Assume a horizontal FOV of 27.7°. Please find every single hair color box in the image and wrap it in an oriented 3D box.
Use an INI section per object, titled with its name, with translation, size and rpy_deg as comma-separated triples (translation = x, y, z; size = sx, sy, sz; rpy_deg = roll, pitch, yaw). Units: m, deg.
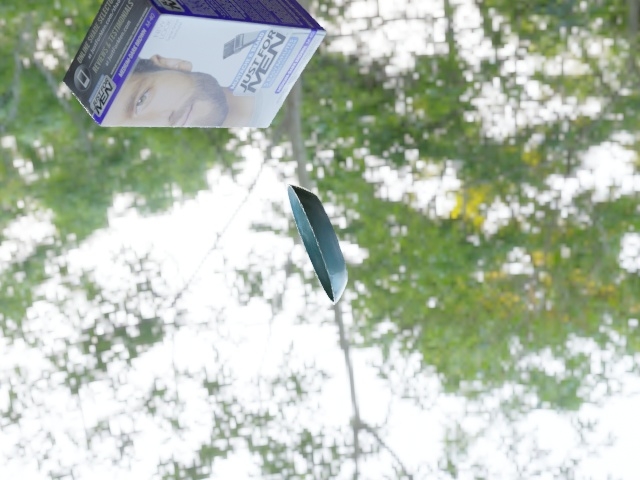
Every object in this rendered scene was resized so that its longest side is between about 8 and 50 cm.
[hair color box]
translation = -0.166, -0.255, 1.790
size = 0.339, 0.185, 0.110
rpy_deg = -5, -134, -50

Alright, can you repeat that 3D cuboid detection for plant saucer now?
[plant saucer]
translation = 0.000, 0.000, 1.197
size = 0.021, 0.119, 0.119
rpy_deg = -22, -151, -7
